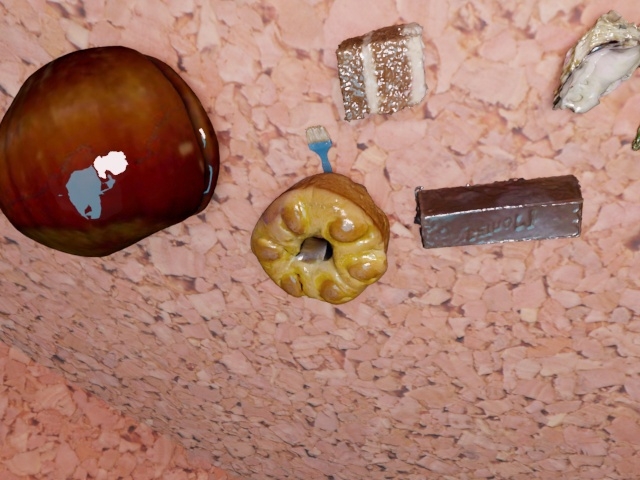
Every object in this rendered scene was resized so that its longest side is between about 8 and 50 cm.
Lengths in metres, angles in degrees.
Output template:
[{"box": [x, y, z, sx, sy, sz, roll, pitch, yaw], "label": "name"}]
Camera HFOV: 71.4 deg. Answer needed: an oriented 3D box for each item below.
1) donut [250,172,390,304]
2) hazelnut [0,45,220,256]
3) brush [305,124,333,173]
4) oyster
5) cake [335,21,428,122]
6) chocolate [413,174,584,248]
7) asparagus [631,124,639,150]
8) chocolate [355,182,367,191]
[{"box": [0.000, 0.000, 0.977, 0.317, 0.150, 0.299, 3, 131, 26], "label": "donut"}, {"box": [-0.422, -0.152, 0.865, 0.429, 0.402, 0.402, -12, 122, 35], "label": "hazelnut"}, {"box": [0.011, -0.169, 0.962, 0.051, 0.014, 0.164, -5, 124, 20], "label": "brush"}, {"box": [0.464, -0.294, 0.725, 0.191, 0.081, 0.163, -18, 144, 8], "label": "oyster"}, {"box": [0.110, -0.292, 0.775, 0.147, 0.135, 0.134, -3, 124, 11], "label": "cake"}, {"box": [0.345, -0.050, 0.899, 0.321, 0.112, 0.112, -4, 121, 17], "label": "chocolate"}, {"box": [0.570, -0.216, 0.778, 0.015, 0.018, 0.127, 30, 137, 38], "label": "asparagus"}, {"box": [0.071, -0.080, 1.000, 0.064, 0.031, 0.100, 10, 129, 13], "label": "chocolate"}]
